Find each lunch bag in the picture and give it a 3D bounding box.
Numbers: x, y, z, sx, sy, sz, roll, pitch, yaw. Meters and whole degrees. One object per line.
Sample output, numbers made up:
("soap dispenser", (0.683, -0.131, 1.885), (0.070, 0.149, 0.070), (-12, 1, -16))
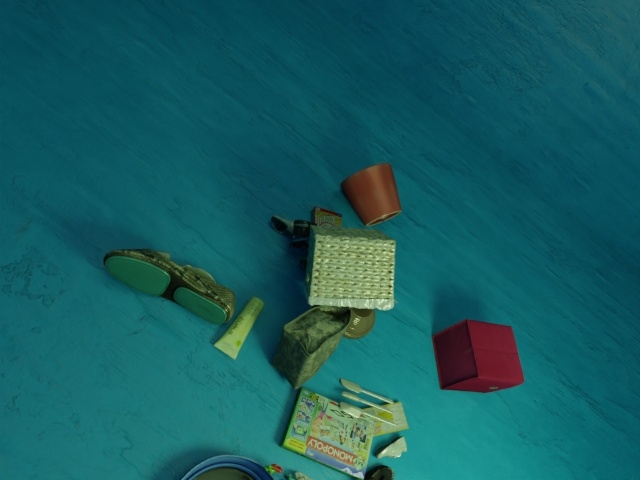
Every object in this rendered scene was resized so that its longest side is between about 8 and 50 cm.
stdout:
("lunch bag", (-0.020, 0.372, 1.658), (0.169, 0.235, 0.287), (41, 44, 23))

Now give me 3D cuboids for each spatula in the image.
("spatula", (0.185, 0.636, 1.716), (0.241, 0.019, 0.168), (25, 20, -9))

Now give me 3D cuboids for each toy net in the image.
("toy net", (-0.101, 0.790, 1.449), (0.122, 0.232, 0.045), (26, 79, 35))

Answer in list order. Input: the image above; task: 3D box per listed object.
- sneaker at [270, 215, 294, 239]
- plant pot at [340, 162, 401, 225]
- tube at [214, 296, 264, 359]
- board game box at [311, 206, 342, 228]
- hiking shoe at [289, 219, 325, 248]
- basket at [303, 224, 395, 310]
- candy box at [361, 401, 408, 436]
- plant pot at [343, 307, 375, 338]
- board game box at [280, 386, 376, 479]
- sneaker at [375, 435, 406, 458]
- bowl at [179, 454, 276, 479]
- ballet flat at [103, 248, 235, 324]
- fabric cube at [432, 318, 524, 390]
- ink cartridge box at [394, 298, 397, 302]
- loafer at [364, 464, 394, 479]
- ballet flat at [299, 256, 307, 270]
("sneaker", (-0.137, -0.061, 1.979), (0.190, 0.071, 0.083), (34, 45, -18))
("plant pot", (0.266, -0.215, 2.178), (0.274, 0.275, 0.243), (-16, 80, -35))
("tube", (-0.294, 0.322, 1.665), (0.070, 0.062, 0.240), (12, 51, 28))
("board game box", (0.028, -0.053, 2.071), (0.146, 0.045, 0.194), (14, 57, -21))
("hiking shoe", (0.000, 0.000, 1.950), (0.303, 0.113, 0.132), (15, 90, -29))
("basket", (0.110, 0.095, 1.733), (0.330, 0.328, 0.267), (5, 98, -5))
("candy box", (0.249, 0.710, 1.752), (0.205, 0.027, 0.105), (2, 63, -27))
("plant pot", (0.147, 0.293, 1.893), (0.237, 0.110, 0.238), (13, 58, -21))
("board game box", (0.035, 0.702, 1.610), (0.317, 0.046, 0.214), (26, 52, -7))
("sneaker", (0.276, 0.807, 1.694), (0.152, 0.053, 0.061), (-11, 71, -34))
("bowl", (-0.293, 0.863, 1.330), (0.390, 0.077, 0.392), (14, 57, -22))
("ballet flat", (-0.525, 0.140, 1.603), (0.482, 0.164, 0.182), (30, 30, -18))
("fabric cube", (0.692, 0.522, 1.965), (0.258, 0.254, 0.259), (12, 58, -23))
("ink cartridge box", (0.248, 0.226, 1.978), (0.198, 0.115, 0.067), (42, 95, 0))
("loafer", (0.166, 0.901, 1.549), (0.302, 0.095, 0.109), (-22, 75, -36))
("ballet flat", (-0.007, 0.091, 1.960), (0.203, 0.074, 0.074), (-14, 70, -41))
